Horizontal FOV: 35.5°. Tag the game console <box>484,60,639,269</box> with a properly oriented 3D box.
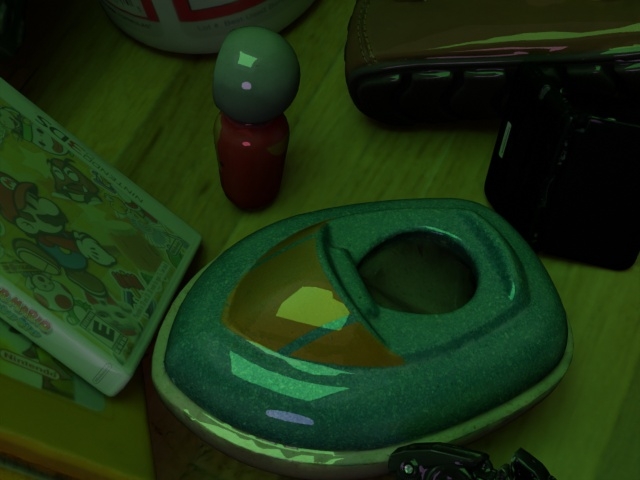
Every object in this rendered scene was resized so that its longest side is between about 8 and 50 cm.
[{"bbox_3d":[0.176,-0.051,0.693,0.071,0.122,0.107,-9,45,-18],"label":"game console"}]

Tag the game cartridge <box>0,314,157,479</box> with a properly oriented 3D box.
[{"bbox_3d":[-0.234,0.000,0.602,0.053,0.285,0.324,-47,34,20],"label":"game cartridge"}]

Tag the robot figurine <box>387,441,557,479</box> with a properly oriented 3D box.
[{"bbox_3d":[0.125,0.234,0.525,0.291,0.085,0.211,30,104,22],"label":"robot figurine"}]

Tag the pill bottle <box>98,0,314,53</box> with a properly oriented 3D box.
[{"bbox_3d":[-0.122,-0.350,0.744,0.228,0.408,0.229,-4,60,7],"label":"pill bottle"}]

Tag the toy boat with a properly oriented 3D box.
[{"bbox_3d":[0.000,0.000,0.654,0.267,0.148,0.318,-16,52,-20],"label":"toy boat"}]

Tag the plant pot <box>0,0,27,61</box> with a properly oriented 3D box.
[{"bbox_3d":[-0.361,-0.247,0.796,0.252,0.247,0.248,11,93,-10],"label":"plant pot"}]

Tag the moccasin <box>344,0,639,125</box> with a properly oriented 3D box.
[{"bbox_3d":[0.209,-0.159,0.748,0.379,0.139,0.147,1,69,21],"label":"moccasin"}]

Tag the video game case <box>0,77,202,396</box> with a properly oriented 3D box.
[{"bbox_3d":[-0.181,-0.019,0.644,0.206,0.227,0.026,39,109,-10],"label":"video game case"}]
